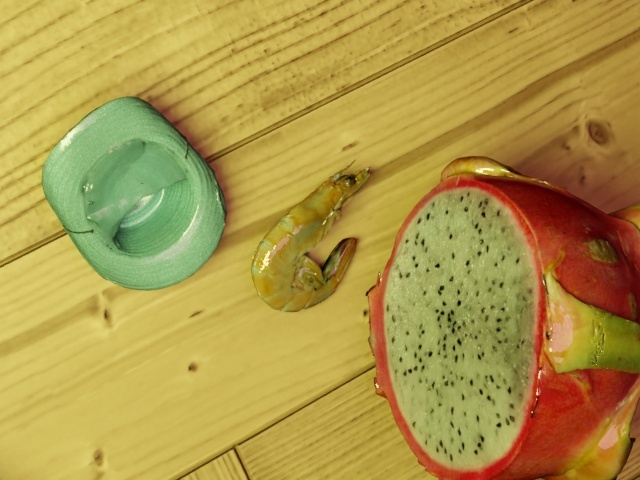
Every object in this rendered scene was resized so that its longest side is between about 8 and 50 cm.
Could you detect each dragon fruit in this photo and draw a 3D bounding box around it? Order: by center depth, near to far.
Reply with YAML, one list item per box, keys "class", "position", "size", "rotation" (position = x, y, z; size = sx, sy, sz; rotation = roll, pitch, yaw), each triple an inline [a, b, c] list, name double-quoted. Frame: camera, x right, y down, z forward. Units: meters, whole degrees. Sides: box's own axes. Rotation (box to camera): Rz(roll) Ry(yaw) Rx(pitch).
- class: "dragon fruit"
  position: [0.206, 0.080, 1.383]
  size: [0.225, 0.305, 0.305]
  rotation: [4, 92, -30]

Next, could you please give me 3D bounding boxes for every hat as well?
- class: "hat"
  position: [-0.167, -0.048, 1.329]
  size: [0.138, 0.078, 0.191]
  rotation: [-37, 125, -8]

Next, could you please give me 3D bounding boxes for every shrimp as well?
- class: "shrimp"
  position: [0.004, 0.001, 1.417]
  size: [0.162, 0.045, 0.095]
  rotation: [-46, 109, -16]
